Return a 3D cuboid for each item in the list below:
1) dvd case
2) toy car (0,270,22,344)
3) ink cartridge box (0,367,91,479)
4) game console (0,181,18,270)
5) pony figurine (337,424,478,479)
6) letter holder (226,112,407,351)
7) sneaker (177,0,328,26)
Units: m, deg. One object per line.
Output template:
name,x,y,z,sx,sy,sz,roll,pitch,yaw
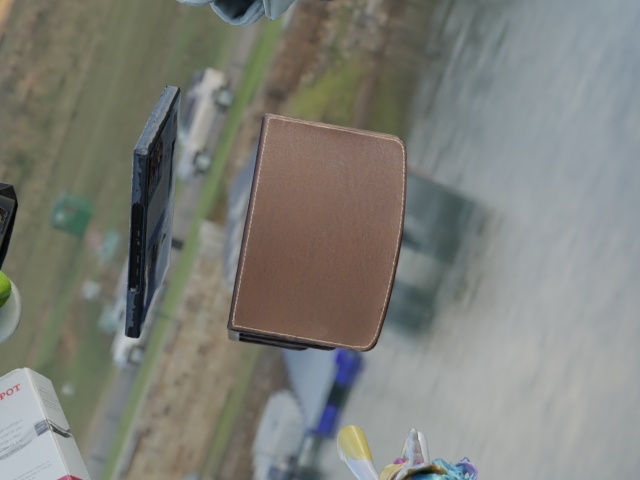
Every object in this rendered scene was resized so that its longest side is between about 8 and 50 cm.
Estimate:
dvd case,-0.200,-0.034,2.056,0.180,0.022,0.253,-74,-8,-60
toy car,-0.374,0.061,1.587,0.182,0.136,0.159,-33,-4,13
ink cartridge box,-0.283,0.211,1.613,0.150,0.109,0.063,65,-172,23
game console,-0.638,-0.019,2.544,0.044,0.361,0.213,99,-178,-55
pony figurine,0.107,0.392,2.119,0.363,0.302,0.351,169,96,-83
letter holder,0.000,0.000,2.390,0.152,0.214,0.302,108,171,-81
sneaker,-0.032,-0.240,1.333,0.146,0.122,0.330,-61,-18,20
